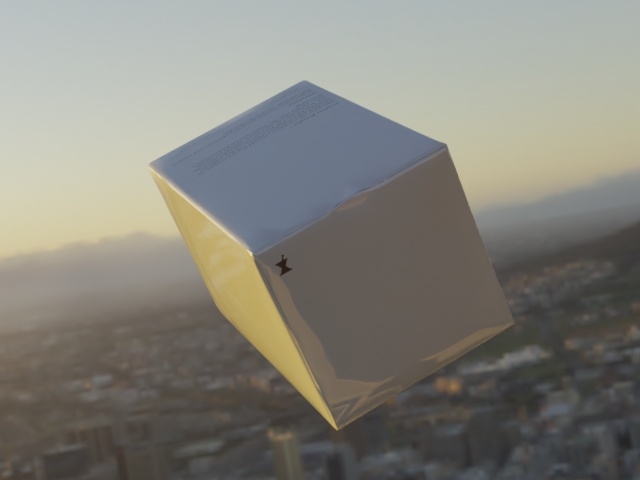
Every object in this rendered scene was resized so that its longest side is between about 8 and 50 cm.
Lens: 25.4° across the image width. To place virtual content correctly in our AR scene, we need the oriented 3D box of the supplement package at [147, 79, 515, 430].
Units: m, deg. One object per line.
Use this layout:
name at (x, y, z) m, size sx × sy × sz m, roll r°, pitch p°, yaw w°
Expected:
supplement package at (0.000, 0.000, 1.211) m, size 0.177 × 0.175 × 0.293 m, roll -29°, pitch 25°, yaw -12°
